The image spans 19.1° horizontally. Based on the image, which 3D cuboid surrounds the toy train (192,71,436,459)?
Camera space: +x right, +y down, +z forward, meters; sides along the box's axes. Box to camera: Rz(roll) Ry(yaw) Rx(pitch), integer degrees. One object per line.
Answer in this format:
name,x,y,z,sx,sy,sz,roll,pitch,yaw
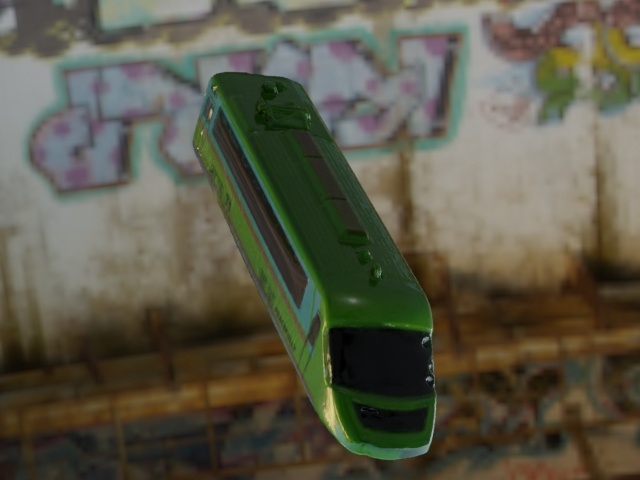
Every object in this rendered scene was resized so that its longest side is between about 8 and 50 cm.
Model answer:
toy train,0.000,0.000,0.704,0.044,0.042,0.209,4,-150,-22
